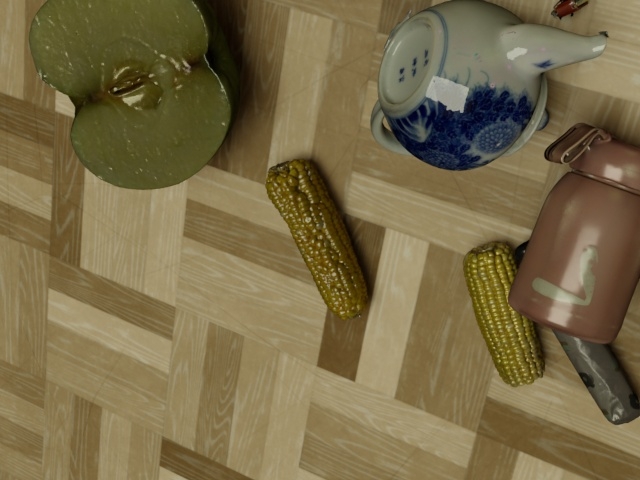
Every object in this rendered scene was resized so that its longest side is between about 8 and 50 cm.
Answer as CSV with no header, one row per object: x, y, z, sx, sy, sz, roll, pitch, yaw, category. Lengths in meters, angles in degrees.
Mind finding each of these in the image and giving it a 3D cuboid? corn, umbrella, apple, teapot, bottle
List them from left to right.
-0.306,-0.277,1.705,0.360,0.320,0.311,-11,65,26,apple
0.004,-0.002,1.755,0.102,0.102,0.313,-23,99,33,corn
0.235,-0.221,1.472,0.424,0.280,0.252,-29,52,51,teapot
0.305,0.122,1.638,0.093,0.093,0.244,-10,104,31,corn
0.418,0.148,1.601,0.067,0.073,0.337,-31,94,6,umbrella
0.392,-0.014,1.451,0.206,0.173,0.296,16,100,-23,bottle

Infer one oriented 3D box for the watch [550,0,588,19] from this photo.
0.335,-0.402,1.426,0.165,0.102,0.268,41,131,7,watch
